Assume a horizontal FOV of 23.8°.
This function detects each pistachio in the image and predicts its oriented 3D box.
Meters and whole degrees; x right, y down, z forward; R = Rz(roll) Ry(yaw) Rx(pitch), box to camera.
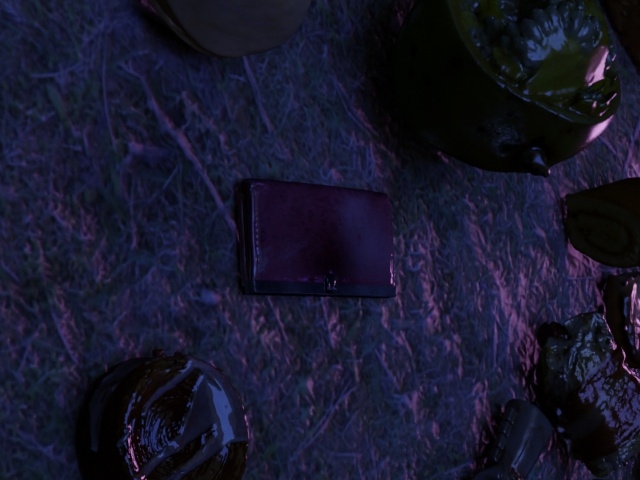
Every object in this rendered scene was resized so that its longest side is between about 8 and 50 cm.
[{"bbox_3d":[-0.094,-0.255,1.468,0.200,0.117,0.145,27,69,-42],"label":"pistachio"}]

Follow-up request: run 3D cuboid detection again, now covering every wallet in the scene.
[{"bbox_3d":[0.000,0.000,1.600,0.232,0.025,0.119,3,80,-49],"label":"wallet"}]

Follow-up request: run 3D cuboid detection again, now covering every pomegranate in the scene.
[{"bbox_3d":[0.203,-0.220,1.729,0.260,0.260,0.341,35,29,-39],"label":"pomegranate"}]

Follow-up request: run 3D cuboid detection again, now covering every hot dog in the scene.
[{"bbox_3d":[0.336,0.191,1.899,0.146,0.103,0.213,-33,99,-24],"label":"hot dog"}]

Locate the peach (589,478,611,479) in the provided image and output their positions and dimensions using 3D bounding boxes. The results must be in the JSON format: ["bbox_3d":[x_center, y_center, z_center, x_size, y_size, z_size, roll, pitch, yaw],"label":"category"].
[{"bbox_3d":[0.343,0.351,1.881,0.100,0.100,0.101,11,75,-47],"label":"peach"}]

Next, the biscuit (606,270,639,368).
[{"bbox_3d":[0.477,0.088,2.112,0.299,0.045,0.154,-24,101,-49],"label":"biscuit"}]

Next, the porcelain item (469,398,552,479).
[{"bbox_3d":[0.207,0.286,1.764,0.084,0.054,0.213,53,49,-26],"label":"porcelain item"}]

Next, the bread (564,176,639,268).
[{"bbox_3d":[0.414,-0.024,2.006,0.172,0.132,0.103,-14,118,-51],"label":"bread"}]

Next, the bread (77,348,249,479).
[{"bbox_3d":[-0.141,0.179,1.372,0.160,0.073,0.160,13,71,-44],"label":"bread"}]

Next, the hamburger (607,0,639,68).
[{"bbox_3d":[0.541,-0.338,2.141,0.330,0.209,0.162,51,49,-28],"label":"hamburger"}]
